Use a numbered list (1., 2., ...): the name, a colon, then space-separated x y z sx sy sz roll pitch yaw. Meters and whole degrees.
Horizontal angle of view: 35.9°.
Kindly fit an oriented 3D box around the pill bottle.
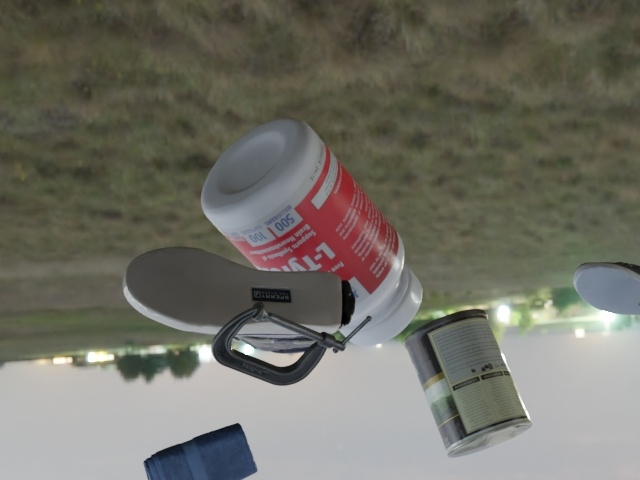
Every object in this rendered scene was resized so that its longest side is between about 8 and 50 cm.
1. pill bottle: 0.000 0.000 1.718 0.229 0.229 0.408 -9 135 41

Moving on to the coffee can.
1. coffee can: 0.327 0.319 2.206 0.201 0.275 0.201 -17 158 -7

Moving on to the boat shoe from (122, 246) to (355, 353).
1. boat shoe: -0.132 0.106 1.458 0.340 0.127 0.158 10 151 -18

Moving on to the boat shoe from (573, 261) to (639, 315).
1. boat shoe: 0.495 0.068 1.570 0.228 0.080 0.076 11 -149 -16

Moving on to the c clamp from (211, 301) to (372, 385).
1. c clamp: -0.042 0.113 1.154 0.160 0.022 0.137 20 120 -30

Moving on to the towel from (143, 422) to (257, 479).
1. towel: -0.136 0.255 1.118 0.119 0.067 0.029 -18 -174 -16
